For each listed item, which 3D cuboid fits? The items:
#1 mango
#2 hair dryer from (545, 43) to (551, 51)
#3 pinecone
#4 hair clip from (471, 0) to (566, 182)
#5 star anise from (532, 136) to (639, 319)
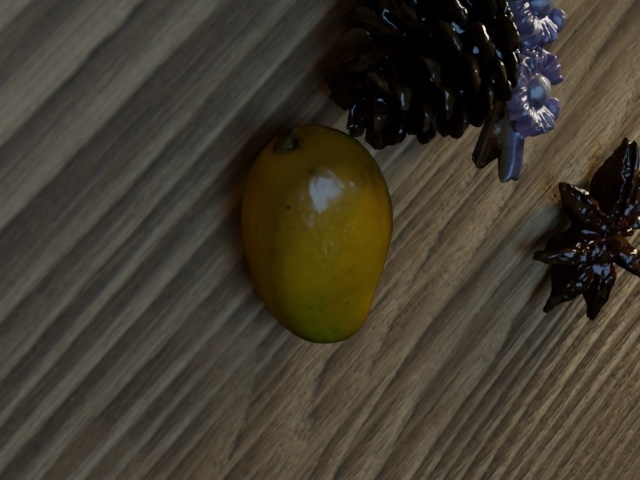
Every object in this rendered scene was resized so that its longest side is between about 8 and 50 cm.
[{"bbox_3d":[0.000,0.000,0.995,0.176,0.119,0.317,-32,136,-26],"label":"mango"},{"bbox_3d":[0.194,-0.246,1.063,0.181,0.064,0.117,28,92,-37],"label":"hair dryer"},{"bbox_3d":[0.102,-0.192,0.939,0.204,0.184,0.179,-24,134,2],"label":"pinecone"},{"bbox_3d":[0.228,-0.211,1.026,0.106,0.084,0.292,-3,103,-43],"label":"hair clip"},{"bbox_3d":[0.414,-0.012,1.331,0.288,0.088,0.288,-17,119,-34],"label":"star anise"}]
